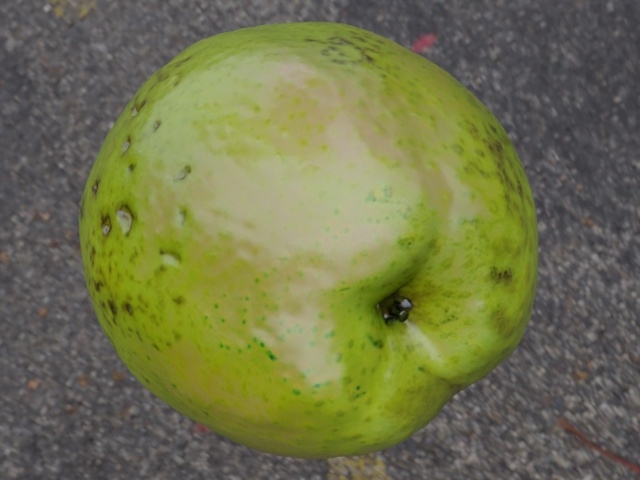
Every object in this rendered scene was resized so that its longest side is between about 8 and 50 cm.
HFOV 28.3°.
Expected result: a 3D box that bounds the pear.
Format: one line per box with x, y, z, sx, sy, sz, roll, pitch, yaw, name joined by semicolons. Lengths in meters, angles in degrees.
0.000;0.000;1.046;0.391;0.391;0.391;-13;59;22;pear
